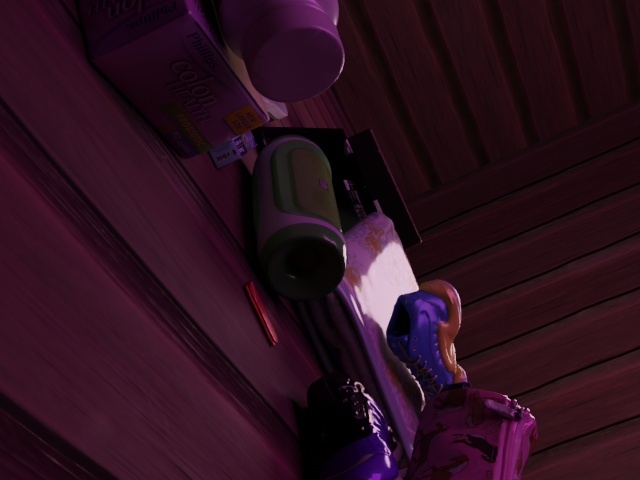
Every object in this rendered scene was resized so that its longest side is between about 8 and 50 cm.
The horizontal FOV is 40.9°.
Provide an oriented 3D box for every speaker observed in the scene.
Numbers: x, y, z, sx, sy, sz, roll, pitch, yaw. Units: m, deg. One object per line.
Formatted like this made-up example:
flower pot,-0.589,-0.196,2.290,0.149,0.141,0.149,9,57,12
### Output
speaker,-0.034,-0.042,1.253,0.296,0.131,0.131,-100,164,-56

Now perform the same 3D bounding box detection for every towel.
towel,0.100,0.166,1.407,0.374,0.090,0.320,68,24,-9

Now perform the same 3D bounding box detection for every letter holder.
letter holder,0.106,-0.105,2.141,0.214,0.152,0.302,-150,-145,-85

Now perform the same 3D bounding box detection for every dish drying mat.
dish drying mat,-0.073,0.090,1.065,0.032,0.008,0.083,-70,136,-78

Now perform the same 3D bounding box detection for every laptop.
laptop,0.000,0.000,1.690,0.408,0.236,0.382,-8,71,-51

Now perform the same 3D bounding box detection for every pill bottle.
pill bottle,-0.051,-0.266,0.946,0.131,0.131,0.229,54,15,-53

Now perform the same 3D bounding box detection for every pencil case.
pencil case,0.161,0.333,1.004,0.386,0.160,0.167,-58,146,-57

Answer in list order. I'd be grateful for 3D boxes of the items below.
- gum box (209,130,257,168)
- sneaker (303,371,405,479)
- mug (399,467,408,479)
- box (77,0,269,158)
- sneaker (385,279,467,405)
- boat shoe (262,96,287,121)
gum box,-0.155,-0.203,1.223,0.157,0.041,0.184,-73,139,-77
sneaker,0.026,0.233,1.022,0.146,0.102,0.293,64,3,5
mug,0.128,0.413,1.202,0.113,0.150,0.169,-37,-111,62
box,-0.178,-0.258,0.991,0.213,0.117,0.243,51,17,-60
sneaker,0.154,0.183,1.330,0.091,0.126,0.240,-2,-87,58
boat shoe,-0.119,-0.234,1.418,0.078,0.070,0.219,67,11,16
